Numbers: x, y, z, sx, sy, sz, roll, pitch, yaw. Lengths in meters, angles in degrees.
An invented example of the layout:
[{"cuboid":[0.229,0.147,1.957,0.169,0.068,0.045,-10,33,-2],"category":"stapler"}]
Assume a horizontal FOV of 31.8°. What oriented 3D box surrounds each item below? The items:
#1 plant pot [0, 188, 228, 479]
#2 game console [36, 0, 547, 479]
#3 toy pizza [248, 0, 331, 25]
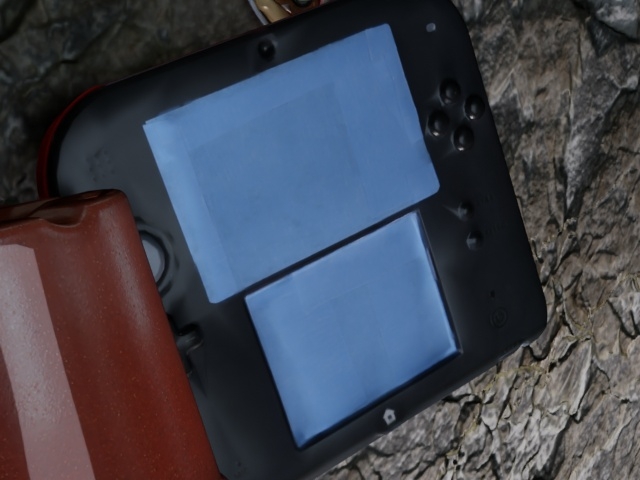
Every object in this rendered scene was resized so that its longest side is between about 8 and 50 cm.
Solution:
[{"cuboid":[-0.186,0.117,0.675,0.272,0.272,0.265,-19,100,-39],"category":"plant pot"},{"cuboid":[0.000,0.000,0.878,0.387,0.060,0.341,-26,101,-28],"category":"game console"},{"cuboid":[0.012,-0.252,0.927,0.201,0.032,0.201,-10,105,-41],"category":"toy pizza"}]
